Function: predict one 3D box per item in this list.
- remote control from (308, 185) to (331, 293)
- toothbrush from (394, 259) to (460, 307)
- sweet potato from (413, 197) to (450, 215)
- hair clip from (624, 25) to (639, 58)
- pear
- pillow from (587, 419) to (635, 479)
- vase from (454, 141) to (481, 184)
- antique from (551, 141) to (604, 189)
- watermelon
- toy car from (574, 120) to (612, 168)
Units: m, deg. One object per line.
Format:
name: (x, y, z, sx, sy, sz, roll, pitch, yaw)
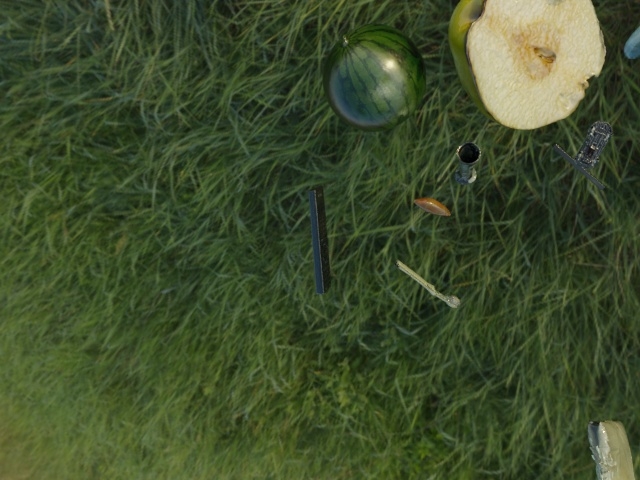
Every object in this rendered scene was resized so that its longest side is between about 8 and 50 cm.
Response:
remote control: (0.000, 0.000, 1.262, 0.025, 0.063, 0.245, 1, 103, 22)
toothbrush: (0.271, 0.114, 1.410, 0.028, 0.026, 0.294, -32, 136, 31)
sweet potato: (0.253, -0.076, 1.254, 0.095, 0.034, 0.034, 18, 141, -14)
hair clip: (0.463, -0.132, 0.457, 0.318, 0.238, 0.392, 38, 102, -14)
pear: (0.451, -0.445, 1.317, 0.386, 0.340, 0.191, 24, -171, -26)
pillow: (0.585, 0.473, 1.104, 0.148, 0.230, 0.050, 12, 160, -36)
vase: (0.374, -0.194, 1.430, 0.059, 0.059, 0.167, 18, 172, 15)
antique: (0.742, -0.215, 1.613, 0.192, 0.031, 0.015, 40, 118, -3)
watermelon: (0.123, -0.374, 1.297, 0.242, 0.242, 0.242, 17, 137, 16)
toy car: (0.521, -0.183, 1.067, 0.041, 0.025, 0.093, 24, 104, 6)
